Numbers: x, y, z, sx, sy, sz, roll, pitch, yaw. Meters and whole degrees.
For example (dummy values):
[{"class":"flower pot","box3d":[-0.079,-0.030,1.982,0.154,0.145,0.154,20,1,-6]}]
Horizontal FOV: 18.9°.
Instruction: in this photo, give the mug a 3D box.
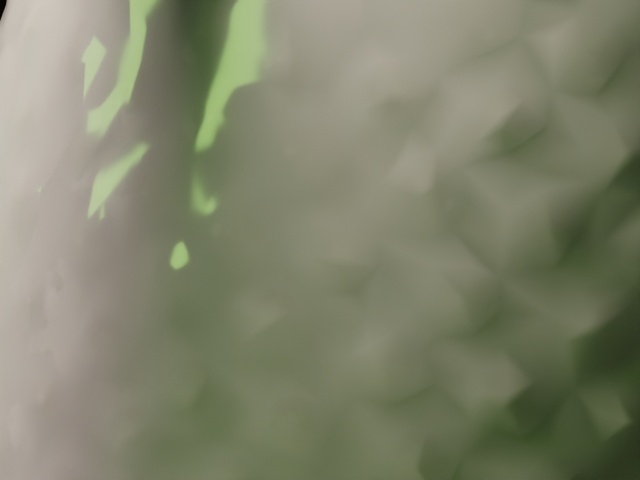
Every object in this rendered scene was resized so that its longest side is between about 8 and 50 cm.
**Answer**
[{"class":"mug","box3d":[0.000,0.005,0.473,0.276,0.374,0.328,34,116,49]}]
